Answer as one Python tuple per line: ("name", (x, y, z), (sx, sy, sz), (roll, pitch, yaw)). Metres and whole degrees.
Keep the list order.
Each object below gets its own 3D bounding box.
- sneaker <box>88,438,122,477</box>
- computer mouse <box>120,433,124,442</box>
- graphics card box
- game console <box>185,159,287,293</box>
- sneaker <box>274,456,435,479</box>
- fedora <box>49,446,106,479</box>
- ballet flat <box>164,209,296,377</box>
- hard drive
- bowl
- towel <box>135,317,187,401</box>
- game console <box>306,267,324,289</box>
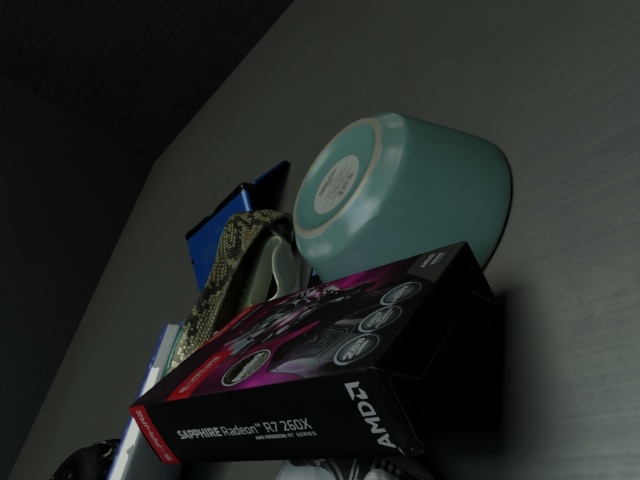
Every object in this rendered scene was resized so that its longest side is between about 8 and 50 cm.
("sneaker", (-0.468, 0.482, 1.234), (0.283, 0.124, 0.107), (-36, 34, 41))
("computer mouse", (-0.323, 0.386, 1.017), (0.106, 0.042, 0.192), (-69, -20, -47))
("graphics card box", (-0.016, 0.131, 0.617), (0.371, 0.094, 0.233), (-19, 13, 40))
("game console", (-0.189, -0.031, 1.390), (0.293, 0.174, 0.250), (-34, 66, 43))
("sneaker", (0.032, 0.303, 0.508), (0.210, 0.137, 0.366), (-63, 20, -6))
("fedora", (-0.417, 0.540, 0.968), (0.334, 0.153, 0.334), (-41, 31, 31))
("ballet flat", (-0.140, 0.131, 1.005), (0.182, 0.164, 0.482), (-11, 48, 32))
("hard drive", (-0.279, 0.337, 0.993), (0.210, 0.040, 0.318), (77, -158, -56))
("bowl", (0.079, -0.049, 0.760), (0.311, 0.163, 0.311), (-41, 31, 32))
("towel", (-0.346, 0.300, 1.324), (0.336, 0.040, 0.243), (-27, 42, 52))
("game console", (0.000, 0.000, 0.938), (0.124, 0.085, 0.143), (-28, 39, 49))
